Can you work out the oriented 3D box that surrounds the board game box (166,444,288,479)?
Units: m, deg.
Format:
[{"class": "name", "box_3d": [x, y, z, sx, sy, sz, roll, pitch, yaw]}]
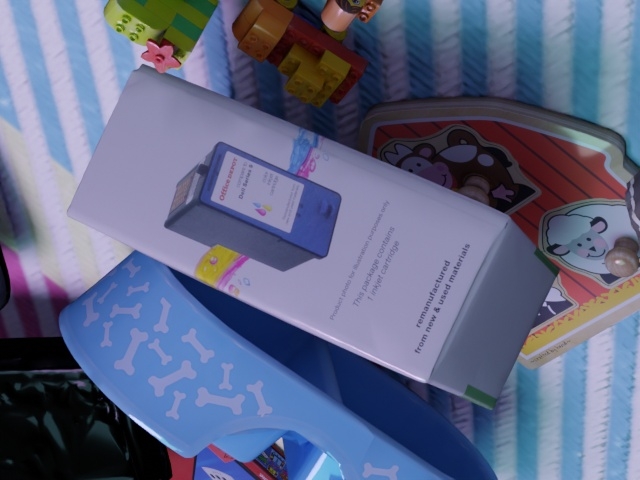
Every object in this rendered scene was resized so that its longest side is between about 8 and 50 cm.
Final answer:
[{"class": "board game box", "box_3d": [-0.037, 0.219, 1.327, 0.145, 0.027, 0.281, -21, 123, 43]}]

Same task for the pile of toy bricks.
[{"class": "pile of toy bricks", "box_3d": [-0.071, -0.126, 0.888, 0.212, 0.105, 0.118, 31, 141, -9]}]

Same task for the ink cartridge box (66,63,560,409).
[{"class": "ink cartridge box", "box_3d": [0.000, 0.000, 0.929, 0.212, 0.093, 0.154, 26, 178, 19]}]

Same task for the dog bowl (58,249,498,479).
[{"class": "dog bowl", "box_3d": [-0.015, 0.102, 1.084, 0.297, 0.166, 0.074, 35, 101, -13]}]

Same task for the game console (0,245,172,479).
[{"class": "game console", "box_3d": [-0.230, 0.031, 1.147, 0.213, 0.044, 0.361, -2, 121, 15]}]

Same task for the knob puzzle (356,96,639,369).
[{"class": "knob puzzle", "box_3d": [0.098, -0.007, 0.999, 0.213, 0.030, 0.213, 14, 140, 12]}]

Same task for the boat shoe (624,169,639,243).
[{"class": "boat shoe", "box_3d": [0.244, 0.064, 0.945, 0.091, 0.109, 0.305, -23, 126, 36]}]
